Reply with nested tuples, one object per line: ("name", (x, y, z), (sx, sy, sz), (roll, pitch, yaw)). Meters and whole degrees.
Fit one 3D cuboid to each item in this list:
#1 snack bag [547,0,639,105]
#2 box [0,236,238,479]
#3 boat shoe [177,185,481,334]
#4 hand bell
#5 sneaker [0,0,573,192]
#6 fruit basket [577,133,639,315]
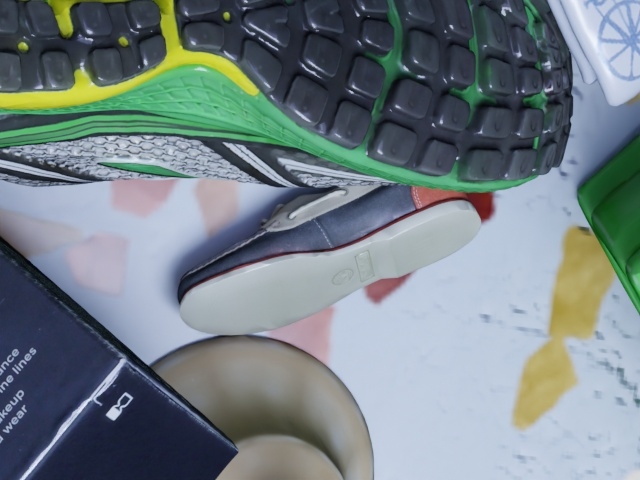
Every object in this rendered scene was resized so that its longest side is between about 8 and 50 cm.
("snack bag", (0.178, -0.276, 0.753), (0.342, 0.037, 0.323), (-35, 113, -19))
("box", (-0.145, 0.081, 0.698), (0.156, 0.158, 0.093), (-50, 143, -4))
("boat shoe", (0.000, 0.000, 0.792), (0.137, 0.049, 0.043), (-21, 57, -8))
("hand bell", (-0.012, 0.115, 0.697), (0.126, 0.242, 0.126), (-1, 96, -12))
("sneaker", (-0.052, -0.084, 0.735), (0.343, 0.146, 0.134), (8, 73, -24))
("fruit basket", (0.338, 0.036, 0.746), (0.392, 0.283, 0.392), (0, 103, 0))
